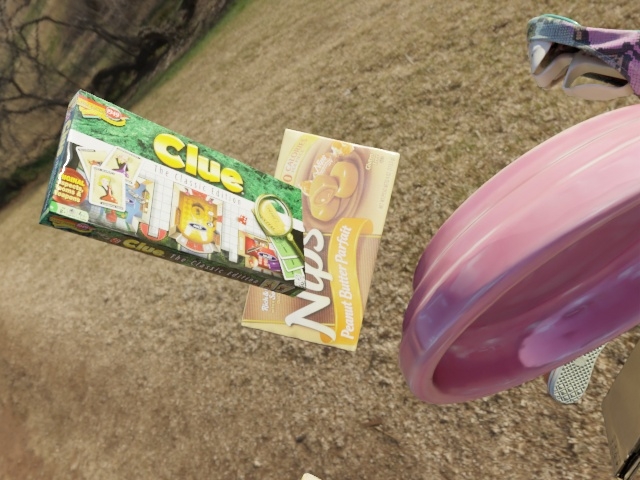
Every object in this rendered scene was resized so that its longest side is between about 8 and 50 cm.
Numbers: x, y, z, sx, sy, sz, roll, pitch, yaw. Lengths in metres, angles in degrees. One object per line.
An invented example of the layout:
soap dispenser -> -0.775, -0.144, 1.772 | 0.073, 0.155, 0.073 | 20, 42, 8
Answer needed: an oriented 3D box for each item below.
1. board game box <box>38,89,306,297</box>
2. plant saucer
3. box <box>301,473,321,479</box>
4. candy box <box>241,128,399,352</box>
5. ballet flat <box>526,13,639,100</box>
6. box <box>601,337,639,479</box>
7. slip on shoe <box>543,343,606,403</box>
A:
board game box -> -0.124, -0.037, 0.523 | 0.030, 0.260, 0.136 | -35, 48, 38
plant saucer -> 0.204, 0.016, 0.423 | 0.332, 0.332, 0.084 | -44, 54, 26
box -> -0.003, 0.190, 0.155 | 0.232, 0.088, 0.058 | -59, -22, -59
candy box -> 0.000, 0.000, 0.842 | 0.087, 0.183, 0.316 | -32, -46, -87
ballet flat -> 0.290, -0.201, 0.590 | 0.079, 0.077, 0.221 | -53, 34, 10
box -> 0.461, 0.226, 0.761 | 0.021, 0.201, 0.164 | 24, 110, 17
slip on shoe -> 0.646, 0.241, 1.314 | 0.101, 0.123, 0.331 | -93, 22, -79
